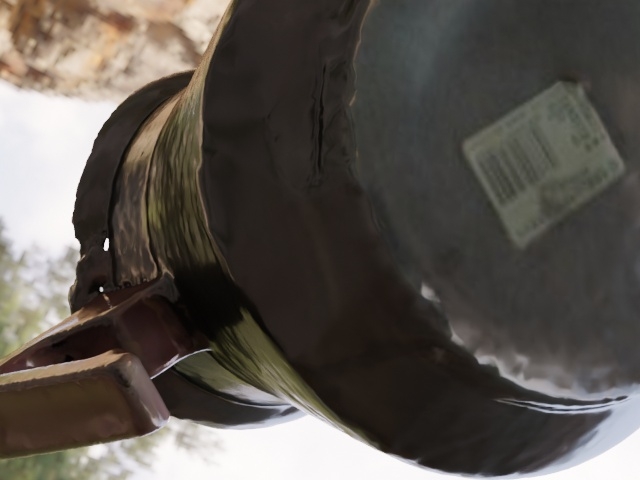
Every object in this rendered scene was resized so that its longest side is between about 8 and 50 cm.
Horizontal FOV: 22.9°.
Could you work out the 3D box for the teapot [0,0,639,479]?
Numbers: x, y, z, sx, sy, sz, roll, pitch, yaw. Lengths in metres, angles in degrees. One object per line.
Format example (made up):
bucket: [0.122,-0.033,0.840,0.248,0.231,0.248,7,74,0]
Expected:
teapot: [0.000,0.000,0.852,0.376,0.305,0.362,-33,-173,-30]
